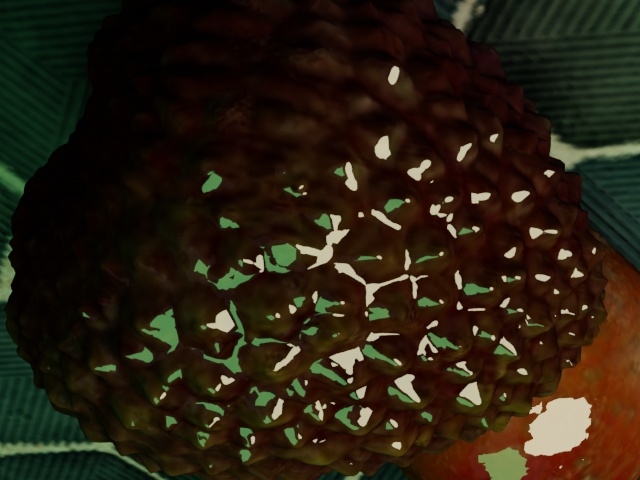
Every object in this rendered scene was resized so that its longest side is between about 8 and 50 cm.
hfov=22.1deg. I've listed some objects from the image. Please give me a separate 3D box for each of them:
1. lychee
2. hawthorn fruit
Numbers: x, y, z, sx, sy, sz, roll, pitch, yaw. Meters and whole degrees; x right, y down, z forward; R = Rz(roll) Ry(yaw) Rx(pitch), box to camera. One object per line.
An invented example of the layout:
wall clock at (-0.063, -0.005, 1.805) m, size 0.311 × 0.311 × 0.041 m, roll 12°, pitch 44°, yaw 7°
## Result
lychee at (0.000, 0.000, 0.741) m, size 0.271 × 0.271 × 0.271 m, roll 2°, pitch 141°, yaw 2°
hawthorn fruit at (0.109, 0.076, 0.890) m, size 0.173 × 0.173 × 0.173 m, roll 2°, pitch 141°, yaw 2°
